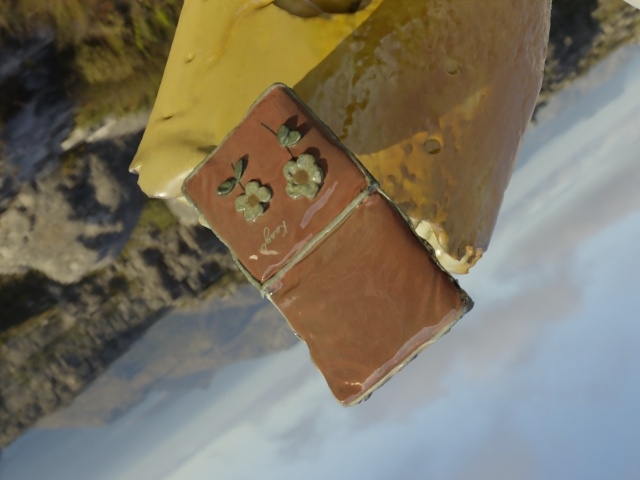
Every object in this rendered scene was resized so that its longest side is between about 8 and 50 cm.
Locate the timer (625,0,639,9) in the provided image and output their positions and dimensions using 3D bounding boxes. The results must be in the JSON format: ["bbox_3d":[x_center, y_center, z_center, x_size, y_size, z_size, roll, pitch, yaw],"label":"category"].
[{"bbox_3d":[0.270,-0.242,0.651,0.240,0.233,0.233,-4,152,-44],"label":"timer"}]

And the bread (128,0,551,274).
[{"bbox_3d":[0.053,-0.162,0.986,0.361,0.250,0.394,18,93,-39],"label":"bread"}]

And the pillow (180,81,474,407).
[{"bbox_3d":[0.000,0.000,0.767,0.126,0.232,0.043,-48,156,20],"label":"pillow"}]
